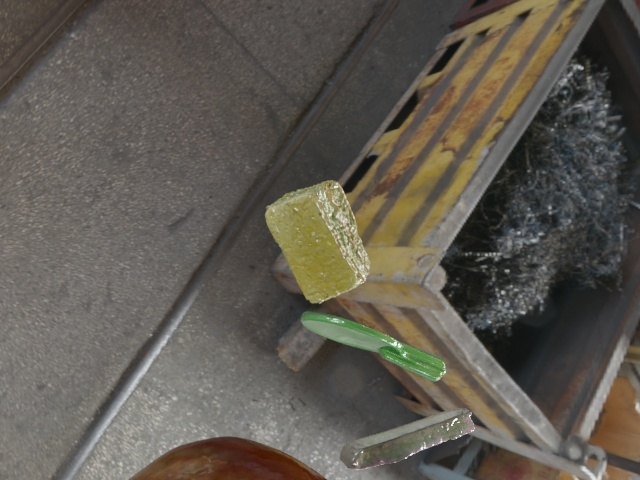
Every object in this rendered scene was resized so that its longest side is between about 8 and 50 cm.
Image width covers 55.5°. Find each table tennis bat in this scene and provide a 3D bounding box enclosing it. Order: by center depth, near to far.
[{"bbox_3d":[0.088,0.162,0.956,0.257,0.160,0.039,26,73,-16],"label":"table tennis bat"}]

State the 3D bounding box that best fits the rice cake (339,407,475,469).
[{"bbox_3d":[0.119,0.265,0.817,0.206,0.047,0.036,-8,82,-29],"label":"rice cake"}]

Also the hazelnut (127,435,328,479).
[{"bbox_3d":[-0.095,0.398,0.618,0.365,0.366,0.366,0,90,-34],"label":"hazelnut"}]

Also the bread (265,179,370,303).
[{"bbox_3d":[0.000,0.000,1.067,0.102,0.138,0.196,-36,102,-47],"label":"bread"}]
